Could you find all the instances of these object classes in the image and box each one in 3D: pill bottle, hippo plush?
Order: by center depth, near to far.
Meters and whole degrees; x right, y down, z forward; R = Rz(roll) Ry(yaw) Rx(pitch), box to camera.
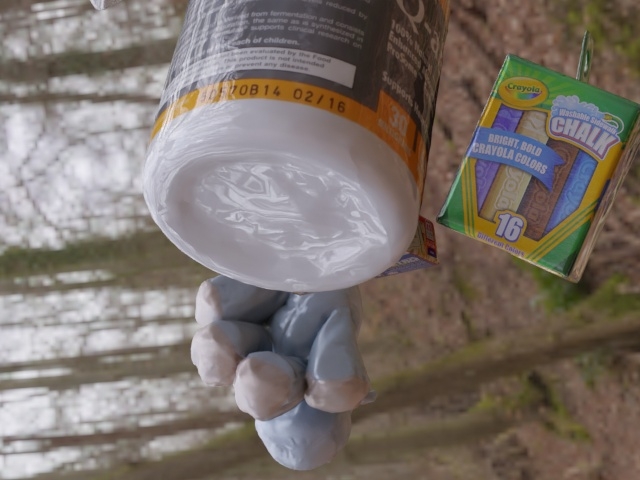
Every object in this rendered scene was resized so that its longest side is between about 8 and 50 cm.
[{"bbox_3d":[-0.004,-0.121,0.924,0.162,0.162,0.278,67,-153,-50],"label":"pill bottle"},{"bbox_3d":[-0.043,0.153,1.910,0.236,0.234,0.294,93,-173,-49],"label":"hippo plush"}]

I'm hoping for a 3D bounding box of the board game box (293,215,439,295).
[{"bbox_3d":[0.000,0.000,1.331,0.193,0.147,0.045,24,-124,-62],"label":"board game box"}]

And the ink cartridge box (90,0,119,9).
[{"bbox_3d":[-0.207,-0.324,1.387,0.172,0.100,0.237,58,171,-4],"label":"ink cartridge box"}]

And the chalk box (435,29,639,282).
[{"bbox_3d":[0.216,-0.084,1.381,0.213,0.132,0.132,-66,-16,4],"label":"chalk box"}]
